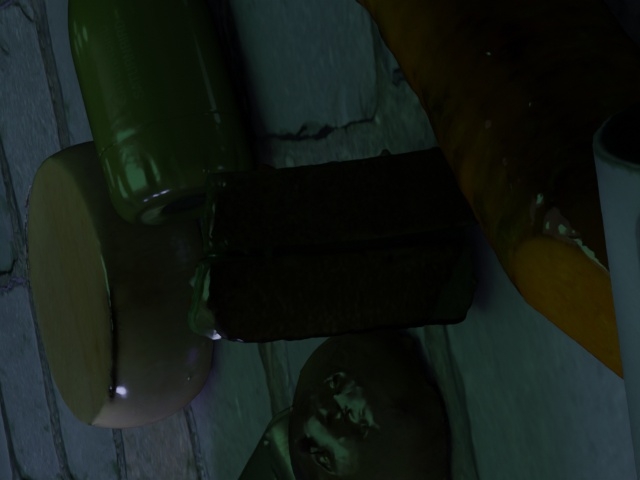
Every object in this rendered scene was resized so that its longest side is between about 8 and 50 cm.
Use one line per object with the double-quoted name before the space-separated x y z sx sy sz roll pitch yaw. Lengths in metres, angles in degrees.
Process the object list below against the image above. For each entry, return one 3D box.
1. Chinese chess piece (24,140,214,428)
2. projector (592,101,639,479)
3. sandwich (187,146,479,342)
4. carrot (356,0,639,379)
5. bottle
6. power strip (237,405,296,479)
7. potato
"Chinese chess piece" -0.176 0.037 1.501 0.251 0.097 0.251 36 131 57
"projector" 0.178 0.108 0.666 0.108 0.108 0.337 29 134 61
"sandwich" -0.008 0.000 1.001 0.160 0.185 0.109 4 95 63
"carrot" 0.105 -0.063 0.810 0.114 0.114 0.302 105 146 -45
"bottle" -0.131 -0.146 1.302 0.112 0.112 0.260 137 120 -63
"power strip" -0.047 0.253 1.345 0.092 0.066 0.387 65 150 26
"potato" 0.022 0.145 1.105 0.100 0.089 0.172 26 122 59
